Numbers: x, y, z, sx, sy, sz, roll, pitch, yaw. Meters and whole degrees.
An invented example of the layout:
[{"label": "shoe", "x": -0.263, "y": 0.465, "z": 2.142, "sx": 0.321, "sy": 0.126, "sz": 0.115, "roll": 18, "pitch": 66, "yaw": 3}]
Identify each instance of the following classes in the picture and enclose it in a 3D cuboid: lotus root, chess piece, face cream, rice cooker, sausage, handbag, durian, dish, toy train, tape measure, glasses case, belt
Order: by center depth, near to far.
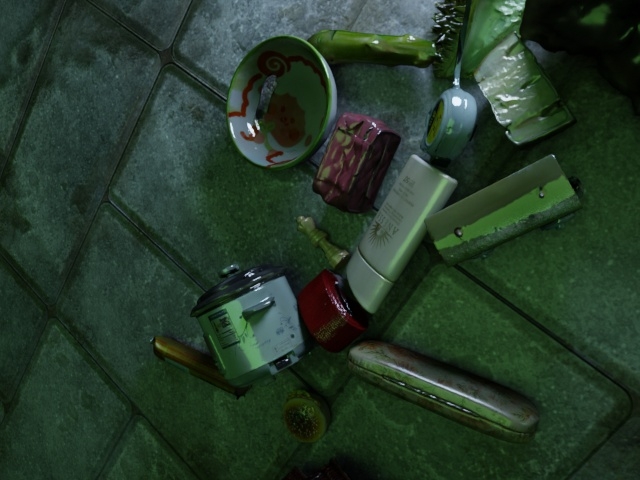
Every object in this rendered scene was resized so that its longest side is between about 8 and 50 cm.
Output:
[{"label": "lotus root", "x": 0.407, "y": -0.285, "z": 0.968, "sx": 0.119, "sy": 0.138, "sz": 0.235, "roll": -33, "pitch": 60, "yaw": 29}, {"label": "toy train", "x": 0.369, "y": -0.045, "z": 0.970, "sx": 0.299, "sy": 0.202, "sz": 0.131, "roll": -29, "pitch": 78, "yaw": 26}, {"label": "tape measure", "x": 0.292, "y": -0.312, "z": 0.982, "sx": 0.084, "sy": 0.164, "sz": 0.330, "roll": 9, "pitch": 121, "yaw": -12}, {"label": "durian", "x": 0.365, "y": -0.517, "z": 1.022, "sx": 0.198, "sy": 0.163, "sz": 0.394, "roll": 27, "pitch": 113, "yaw": -18}, {"label": "glasses case", "x": 0.256, "y": 0.321, "z": 1.072, "sx": 0.425, "sy": 0.156, "sz": 0.098, "roll": 17, "pitch": 99, "yaw": 25}, {"label": "face cream", "x": 0.169, "y": -0.017, "z": 1.111, "sx": 0.348, "sy": 0.081, "sz": 0.173, "roll": -60, "pitch": 29, "yaw": 17}, {"label": "handbag", "x": 0.085, "y": -0.178, "z": 1.134, "sx": 0.135, "sy": 0.146, "sz": 0.225, "roll": 32, "pitch": 107, "yaw": 27}, {"label": "belt", "x": 0.022, "y": 0.173, "z": 1.174, "sx": 0.124, "sy": 0.128, "sz": 0.201, "roll": -47, "pitch": 41, "yaw": 21}, {"label": "rice cooker", "x": -0.170, "y": 0.199, "z": 1.213, "sx": 0.264, "sy": 0.316, "sz": 0.317, "roll": -25, "pitch": 79, "yaw": -18}, {"label": "dish", "x": -0.080, "y": -0.332, "z": 1.221, "sx": 0.324, "sy": 0.124, "sz": 0.324, "roll": 1, "pitch": 92, "yaw": 33}, {"label": "chess piece", "x": 0.000, "y": 0.000, "z": 1.236, "sx": 0.172, "sy": 0.060, "sz": 0.060, "roll": 45, "pitch": 110, "yaw": 19}, {"label": "sausage", "x": -0.370, "y": 0.361, "z": 1.425, "sx": 0.371, "sy": 0.082, "sz": 0.082, "roll": 16, "pitch": 100, "yaw": 25}]

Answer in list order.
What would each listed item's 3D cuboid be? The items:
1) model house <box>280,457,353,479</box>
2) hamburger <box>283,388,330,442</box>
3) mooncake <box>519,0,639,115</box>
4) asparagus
[{"label": "model house", "x": 0.019, "y": 0.690, "z": 1.207, "sx": 0.317, "sy": 0.297, "sz": 0.282, "roll": 16, "pitch": 91, "yaw": 62}, {"label": "hamburger", "x": -0.039, "y": 0.456, "z": 1.265, "sx": 0.126, "sy": 0.081, "sz": 0.141, "roll": 1, "pitch": 95, "yaw": 26}, {"label": "mooncake", "x": 0.565, "y": -0.379, "z": 0.822, "sx": 0.393, "sy": 0.246, "sz": 0.394, "roll": -13, "pitch": 83, "yaw": 11}, {"label": "asparagus", "x": 0.124, "y": -0.447, "z": 1.132, "sx": 0.343, "sy": 0.085, "sz": 0.082, "roll": 13, "pitch": 112, "yaw": 26}]
